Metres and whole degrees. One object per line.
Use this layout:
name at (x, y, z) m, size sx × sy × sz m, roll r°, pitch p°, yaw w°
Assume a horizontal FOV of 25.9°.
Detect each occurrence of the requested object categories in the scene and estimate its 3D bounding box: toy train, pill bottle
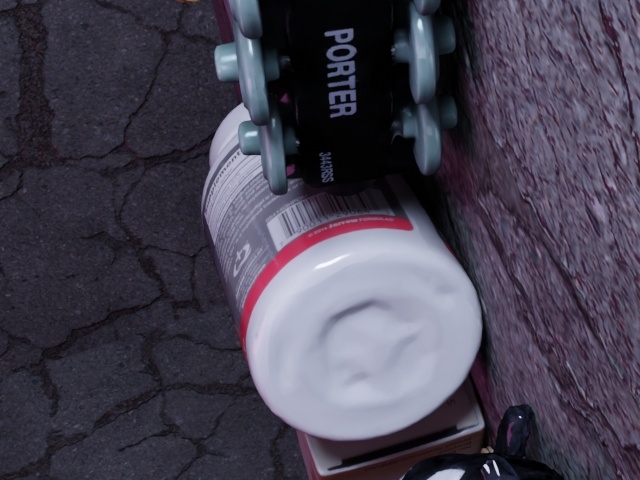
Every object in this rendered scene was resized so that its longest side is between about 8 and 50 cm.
toy train at (0.002, -0.160, 0.827) m, size 0.334 × 0.142 × 0.190 m, roll 82°, pitch 179°, yaw -63°
pill bottle at (0.000, 0.000, 1.123) m, size 0.318 × 0.176 × 0.176 m, roll -114°, pitch 8°, yaw -56°

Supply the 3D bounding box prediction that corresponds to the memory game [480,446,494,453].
memory game at (0.165, 0.259, 1.148) m, size 0.186 × 0.012 × 0.186 m, roll 163°, pitch 90°, yaw -86°

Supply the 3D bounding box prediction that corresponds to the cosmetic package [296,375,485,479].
cosmetic package at (0.059, 0.186, 1.284) m, size 0.296 × 0.153 × 0.129 m, roll 79°, pitch 173°, yaw -64°

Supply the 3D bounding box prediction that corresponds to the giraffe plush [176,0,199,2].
giraffe plush at (-0.065, -0.268, 1.037) m, size 0.210 × 0.181 × 0.170 m, roll 56°, pitch 172°, yaw -30°

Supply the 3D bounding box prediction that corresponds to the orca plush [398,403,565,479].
orca plush at (0.107, 0.152, 0.923) m, size 0.287 × 0.151 × 0.102 m, roll 79°, pitch -157°, yaw -76°

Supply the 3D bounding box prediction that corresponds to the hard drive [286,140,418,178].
hard drive at (0.011, -0.093, 1.018) m, size 0.022 × 0.135 × 0.094 m, roll -31°, pitch 72°, yaw 42°

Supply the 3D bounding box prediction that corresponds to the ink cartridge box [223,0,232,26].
ink cartridge box at (-0.042, -0.224, 1.321) m, size 0.208 × 0.087 × 0.153 m, roll -163°, pitch 56°, yaw -85°
